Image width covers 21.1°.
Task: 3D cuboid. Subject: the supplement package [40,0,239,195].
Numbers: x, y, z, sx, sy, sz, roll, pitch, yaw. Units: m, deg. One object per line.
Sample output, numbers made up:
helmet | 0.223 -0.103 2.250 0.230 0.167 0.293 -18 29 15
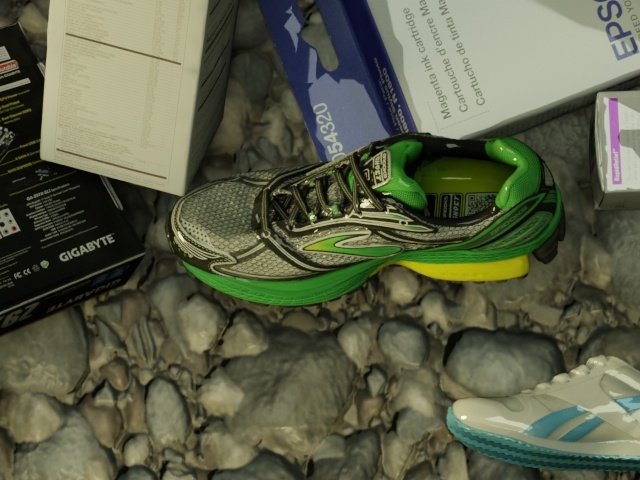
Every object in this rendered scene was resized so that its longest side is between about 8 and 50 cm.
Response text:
supplement package | -0.148 -0.184 1.467 0.139 0.244 0.134 15 39 4

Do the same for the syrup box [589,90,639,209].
syrup box | 0.359 -0.082 1.517 0.237 0.093 0.096 -1 80 5

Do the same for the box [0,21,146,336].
box | -0.350 -0.028 1.503 0.322 0.079 0.257 -24 76 -32

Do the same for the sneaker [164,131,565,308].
sneaker | 0.032 -0.038 1.471 0.343 0.146 0.134 -8 60 8

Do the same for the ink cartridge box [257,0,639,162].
ink cartridge box | 0.108 -0.244 1.583 0.330 0.071 0.324 -22 79 -1

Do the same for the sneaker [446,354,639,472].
sneaker | 0.223 0.149 1.498 0.228 0.087 0.092 3 73 -2
